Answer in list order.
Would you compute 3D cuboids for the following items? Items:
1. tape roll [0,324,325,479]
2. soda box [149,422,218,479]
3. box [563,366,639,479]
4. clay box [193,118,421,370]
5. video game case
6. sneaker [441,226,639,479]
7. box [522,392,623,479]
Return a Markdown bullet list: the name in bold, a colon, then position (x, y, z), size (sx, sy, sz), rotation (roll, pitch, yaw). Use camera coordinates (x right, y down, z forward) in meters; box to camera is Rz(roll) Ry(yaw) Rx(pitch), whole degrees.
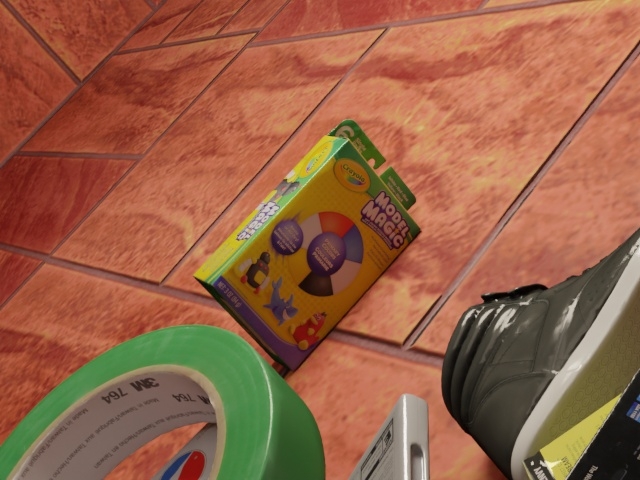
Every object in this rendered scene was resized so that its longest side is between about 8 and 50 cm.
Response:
- **tape roll**: position (-0.149, 0.213, 0.906), size (0.321, 0.077, 0.321), rotation (-25, 36, 20)
- **soda box**: position (-0.120, 0.242, 0.983), size (0.216, 0.069, 0.074), rotation (-45, 27, -7)
- **box**: position (0.172, 0.166, 0.551), size (0.147, 0.077, 0.180), rotation (30, 50, 22)
- **clay box**: position (0.000, 0.000, 1.136), size (0.222, 0.127, 0.053), rotation (-47, 26, -12)
- **video game case**: position (0.020, 0.227, 0.754), size (0.183, 0.023, 0.201), rotation (-84, 19, -56)
- **sneaker**: position (0.193, 0.037, 0.828), size (0.296, 0.104, 0.147), rotation (-50, 31, -9)
- **box**: position (0.239, 0.103, 0.686), size (0.232, 0.087, 0.058), rotation (-36, 28, 7)
